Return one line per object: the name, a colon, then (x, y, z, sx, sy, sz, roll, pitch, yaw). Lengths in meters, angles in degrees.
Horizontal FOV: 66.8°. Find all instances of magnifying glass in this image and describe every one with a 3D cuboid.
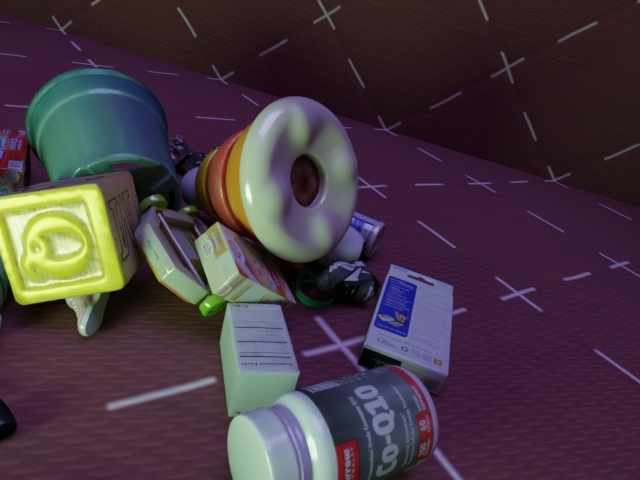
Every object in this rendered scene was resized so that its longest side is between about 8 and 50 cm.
magnifying glass: (-0.039, 0.089, 1.205, 0.092, 0.026, 0.231, 0, 31, -29)

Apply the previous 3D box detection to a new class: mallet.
mallet: (-0.506, 0.262, 0.625, 0.190, 0.039, 0.062, -17, 43, -41)

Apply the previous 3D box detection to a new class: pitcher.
pitcher: (0.000, 0.000, 1.303, 0.207, 0.125, 0.178, 18, -4, -5)

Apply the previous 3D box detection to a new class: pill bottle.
pill bottle: (0.022, 0.291, 0.718, 0.284, 0.161, 0.161, -5, 34, -34)
pill bottle: (0.082, -0.035, 1.405, 0.187, 0.111, 0.112, 25, 29, 16)

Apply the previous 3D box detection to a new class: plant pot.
plant pot: (-0.500, -0.181, 1.165, 0.342, 0.341, 0.334, -4, 42, -33)

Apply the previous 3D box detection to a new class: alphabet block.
alphabet block: (-0.449, -0.014, 0.901, 0.193, 0.193, 0.197, -11, 15, -4)

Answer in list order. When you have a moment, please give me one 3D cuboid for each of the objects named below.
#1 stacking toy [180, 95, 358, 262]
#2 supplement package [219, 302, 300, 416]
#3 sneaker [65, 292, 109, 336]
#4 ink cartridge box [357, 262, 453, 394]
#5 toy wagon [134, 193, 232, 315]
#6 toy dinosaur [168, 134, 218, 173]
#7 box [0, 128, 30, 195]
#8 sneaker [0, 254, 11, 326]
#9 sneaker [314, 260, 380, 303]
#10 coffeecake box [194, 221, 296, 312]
stacking toy: (-0.184, -0.136, 1.154, 0.480, 0.350, 0.351, 4, 15, 39)
supplement package: (-0.114, 0.206, 0.861, 0.105, 0.105, 0.179, 6, 30, -20)
sneaker: (-0.442, 0.126, 0.898, 0.070, 0.050, 0.134, -2, 37, -6)
ink cartridge box: (0.211, 0.183, 1.123, 0.176, 0.069, 0.371, 20, 30, 8)
toy wagon: (-0.242, 0.040, 1.041, 0.267, 0.068, 0.344, 54, 11, 17)
toy dinosaur: (-0.368, -0.224, 1.542, 0.160, 0.120, 0.313, -21, 48, -32)
box: (-0.784, -0.175, 1.179, 0.128, 0.122, 0.257, 1, 31, -29)
sneaker: (-0.568, 0.070, 0.880, 0.151, 0.094, 0.256, -6, 36, -42)
sneaker: (0.077, 0.104, 1.157, 0.106, 0.078, 0.234, 38, 19, 24)
coffeecake box: (-0.148, 0.065, 0.968, 0.185, 0.068, 0.142, 37, 17, -50)
